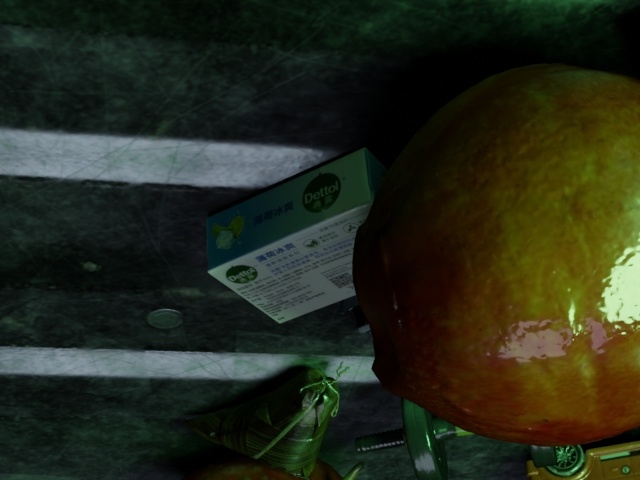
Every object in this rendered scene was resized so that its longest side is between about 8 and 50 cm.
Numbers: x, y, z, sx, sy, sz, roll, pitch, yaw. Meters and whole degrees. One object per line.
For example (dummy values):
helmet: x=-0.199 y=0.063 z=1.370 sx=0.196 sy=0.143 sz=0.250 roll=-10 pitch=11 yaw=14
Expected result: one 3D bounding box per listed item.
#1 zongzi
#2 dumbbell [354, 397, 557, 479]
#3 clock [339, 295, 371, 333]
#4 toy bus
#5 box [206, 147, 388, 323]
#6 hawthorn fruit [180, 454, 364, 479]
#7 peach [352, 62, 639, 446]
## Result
zongzi: x=-0.075 y=0.211 z=1.548 sx=0.184 sy=0.084 sz=0.187 roll=19 pitch=132 yaw=0
dumbbell: x=0.201 y=0.228 z=1.534 sx=0.325 sy=0.143 sz=0.143 roll=-13 pitch=145 yaw=11
clock: x=0.161 y=0.077 z=1.362 sx=0.186 sy=0.083 sz=0.253 roll=-27 pitch=140 yaw=27
toy bus: x=0.473 y=0.360 z=1.754 sx=0.329 sy=0.153 sz=0.143 roll=-12 pitch=143 yaw=9
box: x=0.000 y=0.001 z=1.239 sx=0.194 sy=0.073 sz=0.139 roll=-22 pitch=142 yaw=23
hawthorn fruit: x=-0.061 y=0.401 z=1.672 sx=0.330 sy=0.287 sz=0.287 roll=-39 pitch=135 yaw=18
peach: x=0.204 y=0.017 z=1.090 sx=0.372 sy=0.290 sz=0.373 roll=-10 pitch=137 yaw=-10
